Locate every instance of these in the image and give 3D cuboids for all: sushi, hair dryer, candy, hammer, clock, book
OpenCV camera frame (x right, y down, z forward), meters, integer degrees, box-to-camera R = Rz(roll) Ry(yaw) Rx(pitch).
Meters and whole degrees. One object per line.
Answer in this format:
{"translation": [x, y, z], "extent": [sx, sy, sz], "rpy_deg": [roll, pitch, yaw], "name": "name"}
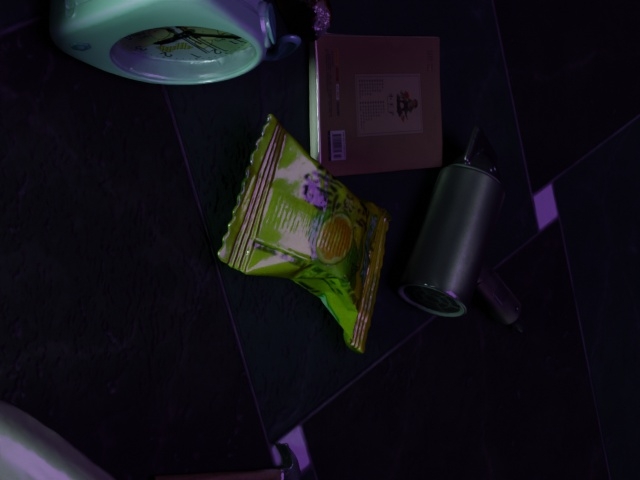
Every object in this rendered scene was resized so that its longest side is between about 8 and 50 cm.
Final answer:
{"translation": [-0.012, -0.229, 1.272], "extent": [0.046, 0.044, 0.083], "rpy_deg": [-48, 128, -34], "name": "sushi"}
{"translation": [0.182, 0.019, 1.507], "extent": [0.248, 0.078, 0.195], "rpy_deg": [49, 56, -50], "name": "hair dryer"}
{"translation": [0.000, 0.000, 1.285], "extent": [0.246, 0.069, 0.149], "rpy_deg": [33, 66, -46], "name": "candy"}
{"translation": [-0.082, 0.214, 1.245], "extent": [0.182, 0.017, 0.062], "rpy_deg": [8, 86, -48], "name": "hammer"}
{"translation": [-0.110, -0.172, 1.095], "extent": [0.188, 0.148, 0.060], "rpy_deg": [20, 63, -54], "name": "clock"}
{"translation": [0.058, -0.137, 1.379], "extent": [0.198, 0.016, 0.138], "rpy_deg": [-7, 98, -48], "name": "book"}

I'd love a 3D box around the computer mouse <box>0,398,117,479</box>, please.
{"translation": [-0.197, 0.285, 1.025], "extent": [0.228, 0.145, 0.429], "rpy_deg": [-57, 131, -26], "name": "computer mouse"}
